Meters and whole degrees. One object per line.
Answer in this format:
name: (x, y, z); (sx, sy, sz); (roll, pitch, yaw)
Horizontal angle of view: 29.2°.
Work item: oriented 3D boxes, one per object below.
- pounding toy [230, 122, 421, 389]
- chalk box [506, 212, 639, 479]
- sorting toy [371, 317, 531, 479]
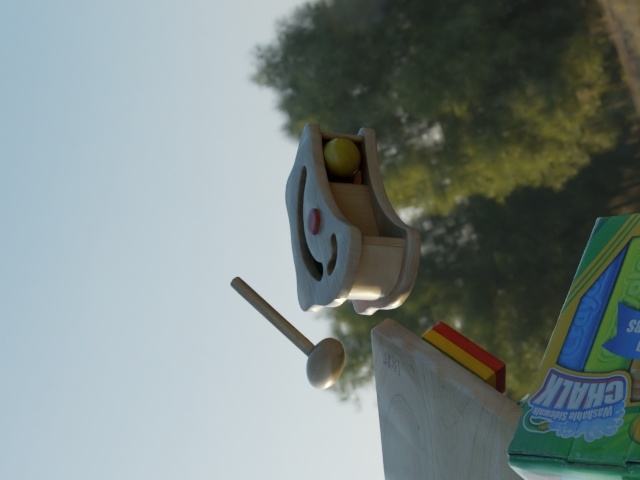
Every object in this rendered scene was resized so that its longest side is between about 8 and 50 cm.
pounding toy: (0.000, 0.000, 1.245); (0.154, 0.155, 0.269); (123, 144, -54)
chalk box: (0.275, 0.138, 0.902); (0.180, 0.179, 0.289); (39, -118, -29)
sorting toy: (0.179, 0.215, 1.244); (0.255, 0.089, 0.257); (33, 145, 36)
